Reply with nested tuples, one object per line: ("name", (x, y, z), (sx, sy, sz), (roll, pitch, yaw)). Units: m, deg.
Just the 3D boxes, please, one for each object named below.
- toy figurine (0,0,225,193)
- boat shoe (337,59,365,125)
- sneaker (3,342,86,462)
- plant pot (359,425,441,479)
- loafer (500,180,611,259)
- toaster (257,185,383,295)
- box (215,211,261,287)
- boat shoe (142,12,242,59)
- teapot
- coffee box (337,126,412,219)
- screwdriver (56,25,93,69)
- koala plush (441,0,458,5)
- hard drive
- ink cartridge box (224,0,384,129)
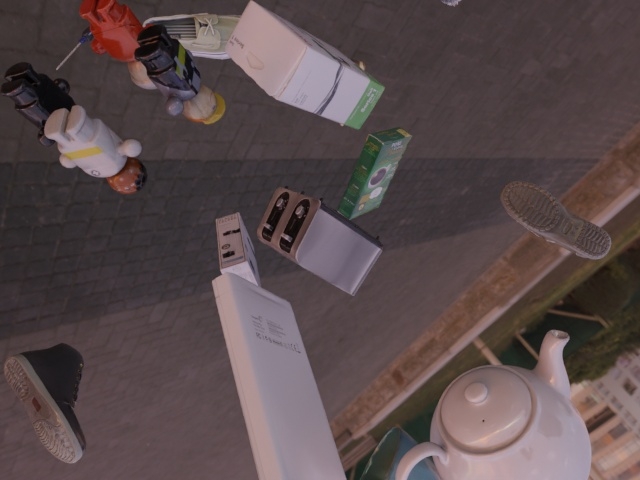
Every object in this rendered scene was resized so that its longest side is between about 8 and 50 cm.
("toy figurine", (-0.255, -0.178, 0.639), (0.213, 0.209, 0.148), (-49, 150, -9))
("boat shoe", (0.087, -0.510, 1.736), (0.073, 0.080, 0.224), (15, 111, -12))
("sneaker", (-0.467, 0.287, 0.929), (0.083, 0.222, 0.118), (-40, 170, 25))
("plant pot", (0.231, 0.696, 1.391), (0.290, 0.195, 0.290), (-60, 176, -8))
("loafer", (0.505, -0.037, 1.115), (0.094, 0.251, 0.087), (-51, 169, -4))
("toaster", (0.000, 0.000, 0.867), (0.185, 0.168, 0.110), (32, 88, -33))
("box", (-0.271, 0.055, 1.669), (0.087, 0.290, 0.169), (-19, 126, -2))
("boat shoe", (-0.307, -0.534, 1.310), (0.302, 0.109, 0.094), (-9, 180, -6))
("teapot", (0.263, 0.287, 0.767), (0.252, 0.187, 0.256), (-15, -145, 35))
("coffee box", (0.108, -0.135, 1.015), (0.113, 0.040, 0.184), (-25, 147, -44))
("screwdriver", (-0.561, -0.448, 1.159), (0.025, 0.024, 0.170), (88, 19, -51))
("koala plush", (0.176, -0.490, 0.787), (0.203, 0.221, 0.196), (-13, -173, 22))
("hard drive", (-0.066, 0.243, 0.844), (0.047, 0.353, 0.233), (-28, 151, 13))
("ink cartridge box", (-0.022, -0.281, 0.828), (0.219, 0.160, 0.093), (2, 129, -54))
